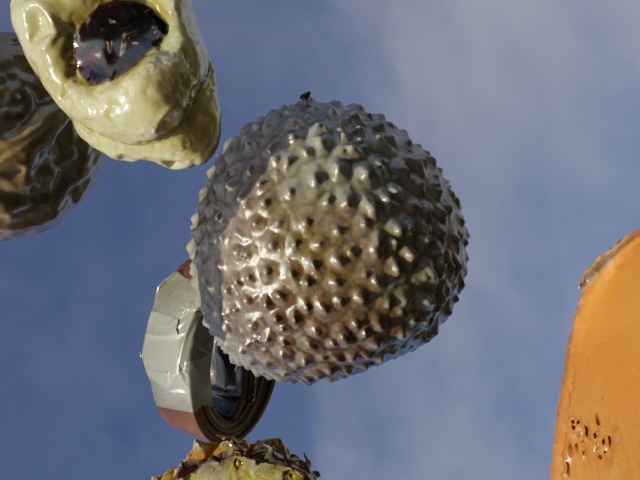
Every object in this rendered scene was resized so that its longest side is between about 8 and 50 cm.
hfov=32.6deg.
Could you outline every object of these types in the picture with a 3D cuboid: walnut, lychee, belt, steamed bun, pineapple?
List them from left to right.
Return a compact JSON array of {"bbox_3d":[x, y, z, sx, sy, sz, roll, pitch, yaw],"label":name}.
[{"bbox_3d":[-0.409,-0.131,1.414,0.273,0.273,0.227,-14,-24,-40],"label":"walnut"},{"bbox_3d":[-0.141,-0.127,0.862,0.141,0.155,0.172,-30,-34,-7],"label":"steamed bun"},{"bbox_3d":[-0.150,0.154,1.540,0.184,0.105,0.261,-12,-69,-44],"label":"belt"},{"bbox_3d":[-0.078,0.283,1.071,0.221,0.047,0.221,-2,-69,-6],"label":"pineapple"},{"bbox_3d":[-0.004,0.005,1.090,0.300,0.300,0.299,-18,-63,-39],"label":"lychee"}]

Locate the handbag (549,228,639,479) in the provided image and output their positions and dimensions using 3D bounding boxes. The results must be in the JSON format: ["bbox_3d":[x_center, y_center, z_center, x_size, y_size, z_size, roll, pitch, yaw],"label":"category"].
[{"bbox_3d":[0.194,0.161,0.373,0.116,0.303,0.410,20,-111,-19],"label":"handbag"}]
